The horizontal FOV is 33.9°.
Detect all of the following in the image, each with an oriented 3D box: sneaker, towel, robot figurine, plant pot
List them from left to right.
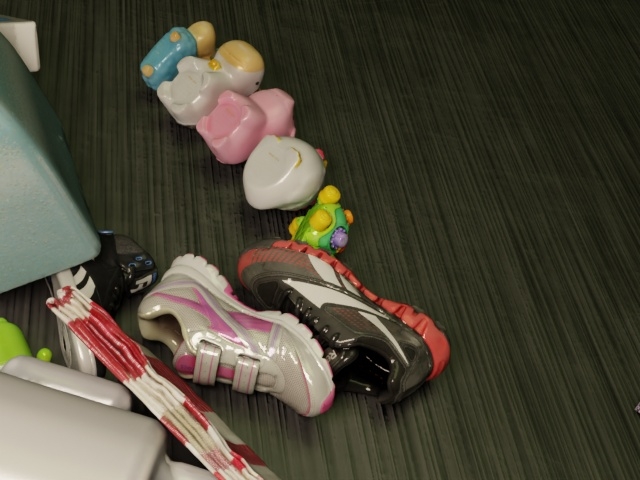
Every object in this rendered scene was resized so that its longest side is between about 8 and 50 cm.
[{"bbox_3d":[-0.406,-0.101,1.097,0.247,0.252,0.247,-21,51,-7],"label":"plant pot"},{"bbox_3d":[-0.326,0.130,1.068,0.101,0.067,0.115,18,30,-48],"label":"robot figurine"},{"bbox_3d":[-0.264,0.221,0.892,0.353,0.200,0.300,18,37,0],"label":"robot figurine"},{"bbox_3d":[-0.232,0.062,1.164,0.121,0.079,0.217,-5,46,-23],"label":"sneaker"},{"bbox_3d":[-0.102,0.178,0.992,0.329,0.237,0.037,39,81,23],"label":"towel"},{"bbox_3d":[-0.099,0.122,1.140,0.252,0.103,0.111,30,47,23],"label":"sneaker"},{"bbox_3d":[0.009,0.094,1.197,0.276,0.098,0.135,31,41,13],"label":"sneaker"}]

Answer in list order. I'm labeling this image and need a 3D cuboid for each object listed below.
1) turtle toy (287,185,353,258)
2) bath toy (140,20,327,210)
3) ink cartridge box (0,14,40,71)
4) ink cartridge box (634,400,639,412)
[{"bbox_3d":[0.000,0.000,1.312,0.066,0.095,0.130,34,40,-14],"label":"turtle toy"},{"bbox_3d":[-0.100,-0.162,1.426,0.151,0.129,0.348,-43,57,4],"label":"bath toy"},{"bbox_3d":[-0.519,-0.240,1.300,0.261,0.066,0.296,-12,19,-30],"label":"ink cartridge box"},{"bbox_3d":[0.446,0.213,1.271,0.115,0.029,0.063,34,44,16],"label":"ink cartridge box"}]
